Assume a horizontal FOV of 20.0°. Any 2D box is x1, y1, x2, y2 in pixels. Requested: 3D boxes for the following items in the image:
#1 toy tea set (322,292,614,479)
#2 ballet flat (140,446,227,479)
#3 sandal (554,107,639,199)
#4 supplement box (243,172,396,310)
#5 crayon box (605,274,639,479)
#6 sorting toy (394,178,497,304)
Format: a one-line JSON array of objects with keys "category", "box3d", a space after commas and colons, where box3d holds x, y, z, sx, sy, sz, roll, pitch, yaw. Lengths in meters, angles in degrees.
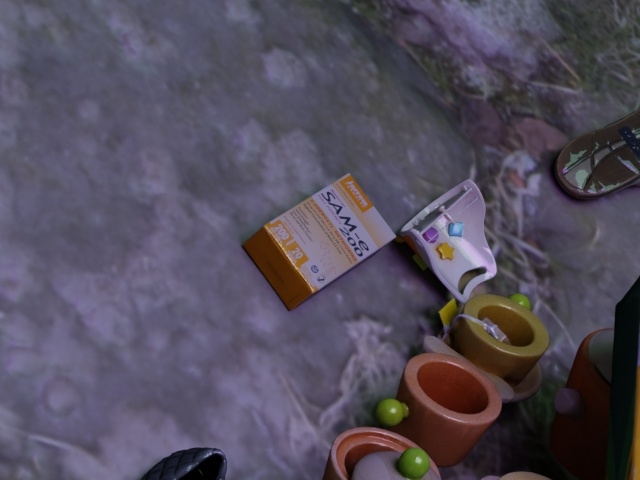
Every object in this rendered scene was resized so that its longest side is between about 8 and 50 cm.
[{"category": "toy tea set", "box3d": [0.135, 0.118, 1.227, 0.200, 0.124, 0.336, 32, 33, 13]}, {"category": "ballet flat", "box3d": [-0.115, 0.193, 1.141, 0.057, 0.049, 0.173, 38, 50, -8]}, {"category": "sandal", "box3d": [0.271, -0.072, 1.547, 0.180, 0.049, 0.072, -19, 69, -23]}, {"category": "supplement box", "box3d": [0.000, 0.000, 1.333, 0.098, 0.036, 0.062, -34, 86, -41]}, {"category": "crayon box", "box3d": [0.283, 0.192, 1.143, 0.203, 0.083, 0.323, 8, 69, -2]}, {"category": "sorting toy", "box3d": [0.102, 0.008, 1.394, 0.083, 0.045, 0.075, -40, 96, -41]}]
